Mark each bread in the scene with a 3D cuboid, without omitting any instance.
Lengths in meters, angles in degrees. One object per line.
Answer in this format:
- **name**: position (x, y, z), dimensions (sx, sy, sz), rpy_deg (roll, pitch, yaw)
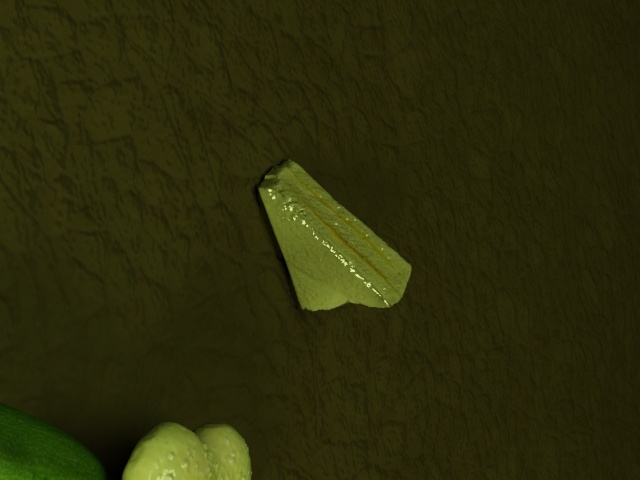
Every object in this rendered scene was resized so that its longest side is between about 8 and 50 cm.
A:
- **bread**: position (0.016, -0.009, 1.133), dimensions (0.077, 0.105, 0.152), rpy_deg (-54, 130, -54)
- **bread**: position (-0.120, 0.281, 0.846), dimensions (0.316, 0.054, 0.316), rpy_deg (15, 90, -71)

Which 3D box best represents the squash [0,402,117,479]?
- **squash**: position (-0.253, 0.140, 0.701), dimensions (0.395, 0.107, 0.107), rpy_deg (31, 60, -50)
